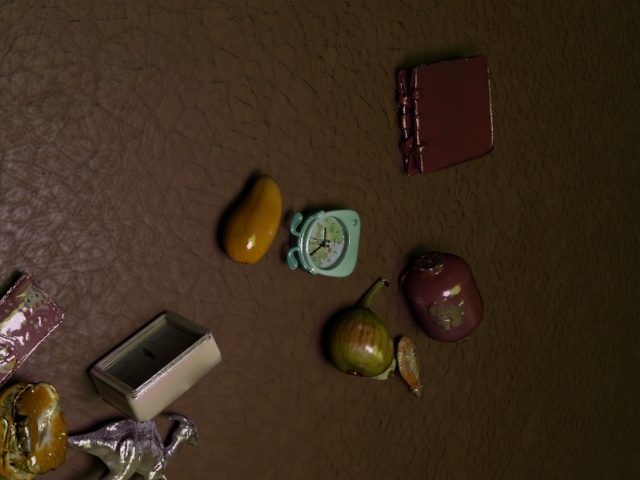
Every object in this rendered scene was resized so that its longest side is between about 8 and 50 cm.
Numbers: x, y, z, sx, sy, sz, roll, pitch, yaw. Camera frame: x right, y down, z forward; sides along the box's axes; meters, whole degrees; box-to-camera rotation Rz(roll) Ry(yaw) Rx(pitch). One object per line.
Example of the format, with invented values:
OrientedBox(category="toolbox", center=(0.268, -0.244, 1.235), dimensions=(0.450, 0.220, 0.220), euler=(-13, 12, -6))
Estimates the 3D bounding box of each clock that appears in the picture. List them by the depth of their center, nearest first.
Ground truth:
OrientedBox(category="clock", center=(-0.293, 0.220, 1.460), dimensions=(0.192, 0.147, 0.071), euler=(-38, 126, -31))
OrientedBox(category="clock", center=(0.001, 0.000, 1.745), dimensions=(0.189, 0.060, 0.148), euler=(4, 96, -43))

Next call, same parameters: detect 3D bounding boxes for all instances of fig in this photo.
OrientedBox(category="fig", center=(0.097, 0.177, 1.834), dimensions=(0.151, 0.151, 0.259), euler=(39, 50, -40))

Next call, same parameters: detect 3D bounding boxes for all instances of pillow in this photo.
OrientedBox(category="pillow", center=(-0.504, 0.151, 1.324), dimensions=(0.185, 0.043, 0.118), euler=(-51, 124, -27))

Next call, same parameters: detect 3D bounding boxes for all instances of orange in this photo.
OrientedBox(category="orange", center=(-0.481, 0.307, 1.325), dimensions=(0.160, 0.112, 0.169), euler=(38, 62, -72))

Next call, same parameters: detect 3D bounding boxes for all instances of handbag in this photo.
OrientedBox(category="handbag", center=(0.297, -0.301, 1.943), dimensions=(0.276, 0.084, 0.259), euler=(-22, 113, -38))

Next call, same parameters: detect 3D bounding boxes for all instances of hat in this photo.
OrientedBox(category="hat", center=(0.148, 0.293, 1.942), dimensions=(0.076, 0.059, 0.077), euler=(-5, 107, -37))

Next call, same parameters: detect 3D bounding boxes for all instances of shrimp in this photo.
OrientedBox(category="shrimp", center=(0.214, 0.314, 2.012), dimensions=(0.091, 0.043, 0.184), euler=(-60, 139, -45))

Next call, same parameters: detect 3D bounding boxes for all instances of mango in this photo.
OrientedBox(category="mango", center=(-0.129, -0.038, 1.605), dimensions=(0.102, 0.085, 0.184), euler=(37, 63, -36))

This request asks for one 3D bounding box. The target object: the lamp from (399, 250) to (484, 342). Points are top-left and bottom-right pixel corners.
OrientedBox(category="lamp", center=(0.293, 0.141, 1.975), dimensions=(0.180, 0.180, 0.258), euler=(-44, 126, -28))

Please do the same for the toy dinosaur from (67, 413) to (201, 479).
OrientedBox(category="toy dinosaur", center=(-0.342, 0.401, 1.504), dimensions=(0.294, 0.077, 0.162), euler=(10, 88, -58))

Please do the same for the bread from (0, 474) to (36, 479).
OrientedBox(category="bread", center=(-0.430, 0.546, 1.254), dimensions=(0.233, 0.362, 0.244), euler=(-42, 125, -29))
